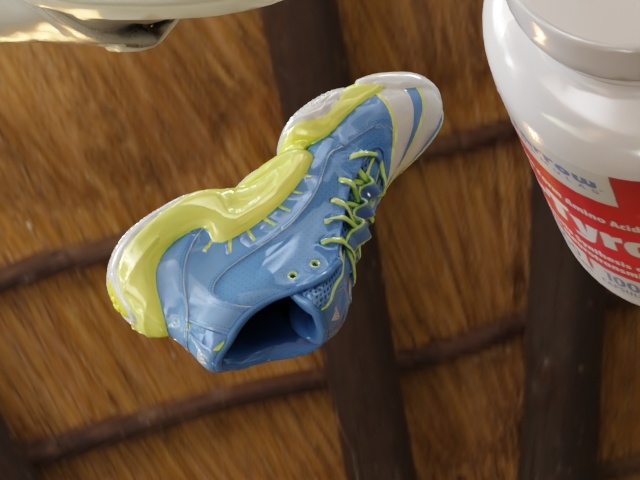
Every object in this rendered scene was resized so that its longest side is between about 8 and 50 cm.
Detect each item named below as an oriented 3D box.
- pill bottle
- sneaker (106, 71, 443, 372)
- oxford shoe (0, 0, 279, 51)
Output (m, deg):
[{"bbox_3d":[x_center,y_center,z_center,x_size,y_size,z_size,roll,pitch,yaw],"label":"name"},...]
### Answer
[{"bbox_3d":[0.235,-0.114,1.274,0.229,0.407,0.229,-6,-112,15],"label":"pill bottle"},{"bbox_3d":[0.000,0.000,1.132,0.240,0.091,0.126,-35,-125,-16],"label":"sneaker"},{"bbox_3d":[-0.114,-0.162,1.012,0.449,0.130,0.169,10,-125,51],"label":"oxford shoe"}]
